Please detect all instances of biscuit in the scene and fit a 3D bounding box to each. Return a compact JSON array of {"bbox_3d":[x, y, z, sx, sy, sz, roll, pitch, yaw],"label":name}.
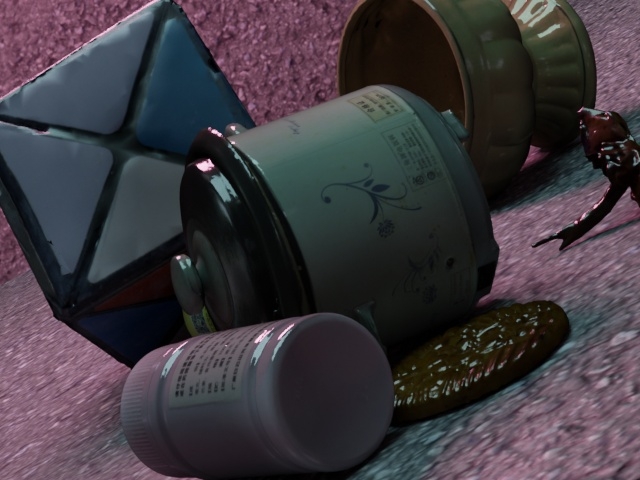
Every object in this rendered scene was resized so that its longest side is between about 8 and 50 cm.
[{"bbox_3d":[0.127,0.101,1.542,0.187,0.027,0.188,-25,10,5],"label":"biscuit"}]

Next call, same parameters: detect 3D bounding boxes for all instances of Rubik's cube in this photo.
[{"bbox_3d":[-0.204,-0.066,2.143,0.307,0.310,0.305,-32,-22,3],"label":"Rubik's cube"}]

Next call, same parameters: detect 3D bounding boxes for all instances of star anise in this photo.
[{"bbox_3d":[0.303,-0.042,1.786,0.140,0.144,0.158,19,26,3],"label":"star anise"}]

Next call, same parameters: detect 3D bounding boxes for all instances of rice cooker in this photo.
[{"bbox_3d":[0.000,0.000,1.696,0.316,0.316,0.264,-32,-27,-25],"label":"rice cooker"}]

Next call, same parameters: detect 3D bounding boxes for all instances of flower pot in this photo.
[{"bbox_3d":[0.190,-0.202,2.245,0.244,0.307,0.307,-14,1,-34],"label":"flower pot"}]

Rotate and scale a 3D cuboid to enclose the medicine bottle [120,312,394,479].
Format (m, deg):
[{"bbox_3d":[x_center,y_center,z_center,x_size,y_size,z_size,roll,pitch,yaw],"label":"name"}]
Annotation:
[{"bbox_3d":[-0.059,0.139,1.534,0.133,0.133,0.249,-34,11,-36],"label":"medicine bottle"}]

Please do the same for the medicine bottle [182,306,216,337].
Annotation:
[{"bbox_3d":[-0.045,0.063,1.929,0.124,0.124,0.239,-33,12,-33],"label":"medicine bottle"}]
